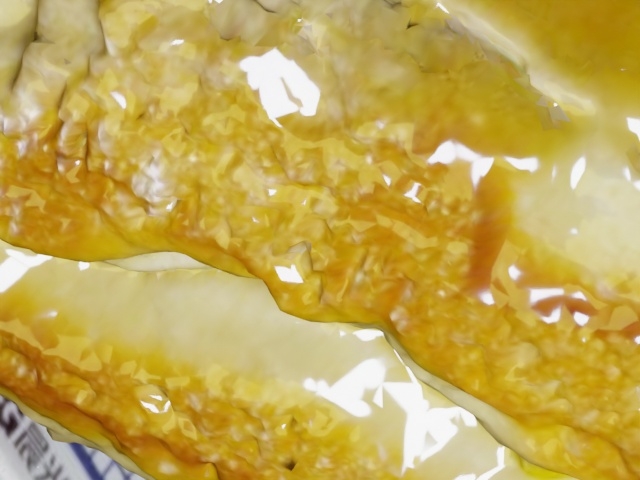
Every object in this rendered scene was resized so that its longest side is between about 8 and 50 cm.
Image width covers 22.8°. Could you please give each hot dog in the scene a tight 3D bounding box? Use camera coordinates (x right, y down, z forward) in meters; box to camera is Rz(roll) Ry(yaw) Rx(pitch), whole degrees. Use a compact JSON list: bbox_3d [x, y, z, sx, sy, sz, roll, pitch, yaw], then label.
[{"bbox_3d":[0.000,0.000,0.678,0.365,0.196,0.367,19,132,-1],"label":"hot dog"}]

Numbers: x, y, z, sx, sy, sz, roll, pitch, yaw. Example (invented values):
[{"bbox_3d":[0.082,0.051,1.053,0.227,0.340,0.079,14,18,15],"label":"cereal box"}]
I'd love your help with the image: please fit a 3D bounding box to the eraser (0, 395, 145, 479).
[{"bbox_3d":[-0.178,0.055,0.844,0.081,0.124,0.279,-7,121,34],"label":"eraser"}]
